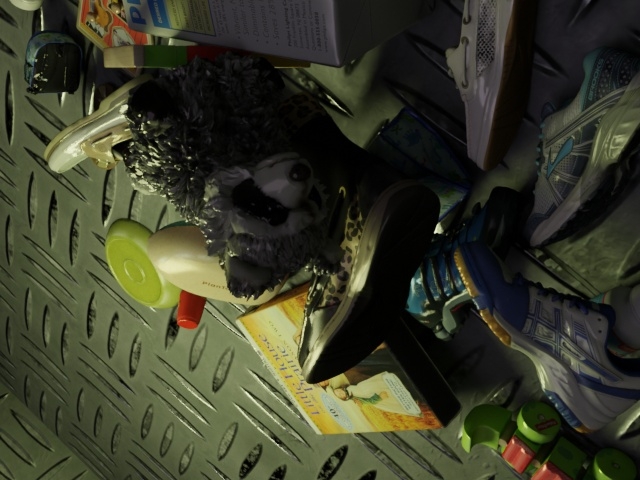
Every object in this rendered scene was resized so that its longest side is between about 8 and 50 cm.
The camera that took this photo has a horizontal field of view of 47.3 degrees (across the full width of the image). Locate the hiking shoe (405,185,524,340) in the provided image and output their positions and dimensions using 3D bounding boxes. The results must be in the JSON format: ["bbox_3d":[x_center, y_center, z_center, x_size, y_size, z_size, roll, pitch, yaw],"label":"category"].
[{"bbox_3d":[0.190,0.030,1.073,0.132,0.113,0.304,28,135,8],"label":"hiking shoe"}]

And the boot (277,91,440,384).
[{"bbox_3d":[0.000,0.000,1.066,0.284,0.138,0.377,50,138,32],"label":"boot"}]

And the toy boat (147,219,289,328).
[{"bbox_3d":[-0.213,0.051,1.415,0.267,0.148,0.318,18,146,-18],"label":"toy boat"}]

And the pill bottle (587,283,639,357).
[{"bbox_3d":[0.393,0.115,0.990,0.087,0.087,0.160,49,139,1],"label":"pill bottle"}]

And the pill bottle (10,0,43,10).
[{"bbox_3d":[-0.539,-0.501,1.358,0.078,0.078,0.137,45,138,6],"label":"pill bottle"}]

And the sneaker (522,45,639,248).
[{"bbox_3d":[0.320,-0.110,0.903,0.122,0.110,0.283,50,139,27],"label":"sneaker"}]

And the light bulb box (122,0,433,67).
[{"bbox_3d":[-0.072,-0.436,0.891,0.361,0.225,0.358,19,130,32],"label":"light bulb box"}]

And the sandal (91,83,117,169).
[{"bbox_3d":[-0.425,-0.229,1.483,0.072,0.049,0.180,16,114,16],"label":"sandal"}]

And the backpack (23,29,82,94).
[{"bbox_3d":[-0.528,-0.355,1.437,0.084,0.105,0.114,51,133,31],"label":"backpack"}]

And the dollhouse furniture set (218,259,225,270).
[{"bbox_3d":[-0.130,0.006,1.222,0.081,0.114,0.091,52,-178,-36],"label":"dollhouse furniture set"}]

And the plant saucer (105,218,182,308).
[{"bbox_3d":[-0.421,0.064,1.695,0.241,0.037,0.241,22,131,28],"label":"plant saucer"}]

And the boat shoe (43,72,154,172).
[{"bbox_3d":[-0.409,-0.196,1.397,0.302,0.113,0.103,-28,99,30],"label":"boat shoe"}]

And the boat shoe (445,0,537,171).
[{"bbox_3d":[0.204,-0.225,0.908,0.096,0.098,0.277,19,120,31],"label":"boat shoe"}]

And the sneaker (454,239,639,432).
[{"bbox_3d":[0.297,0.098,0.932,0.131,0.112,0.296,-40,95,20],"label":"sneaker"}]

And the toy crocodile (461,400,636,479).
[{"bbox_3d":[0.387,0.366,1.162,0.340,0.105,0.115,31,135,20],"label":"toy crocodile"}]

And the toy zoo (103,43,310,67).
[{"bbox_3d":[-0.146,-0.264,1.054,0.192,0.293,0.030,25,119,60],"label":"toy zoo"}]

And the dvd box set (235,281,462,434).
[{"bbox_3d":[0.030,0.219,1.351,0.308,0.062,0.420,55,147,-6],"label":"dvd box set"}]

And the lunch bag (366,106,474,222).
[{"bbox_3d":[0.133,-0.091,1.064,0.151,0.096,0.129,40,144,2],"label":"lunch bag"}]

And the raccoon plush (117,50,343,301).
[{"bbox_3d":[-0.121,-0.052,1.006,0.299,0.216,0.446,68,163,5],"label":"raccoon plush"}]

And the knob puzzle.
[{"bbox_3d":[-0.376,-0.408,1.321,0.213,0.030,0.213,22,131,28],"label":"knob puzzle"}]
